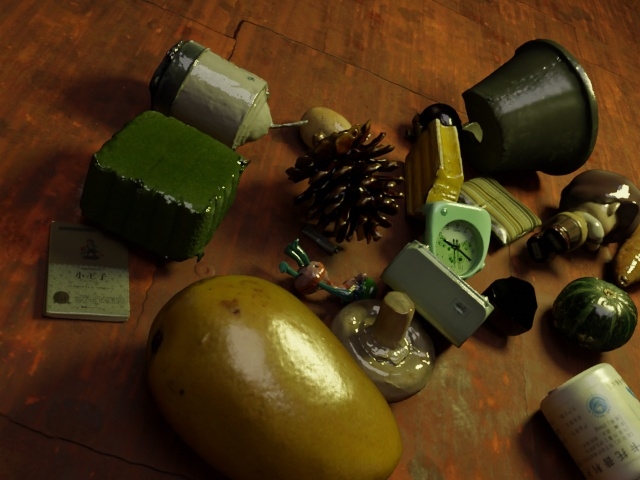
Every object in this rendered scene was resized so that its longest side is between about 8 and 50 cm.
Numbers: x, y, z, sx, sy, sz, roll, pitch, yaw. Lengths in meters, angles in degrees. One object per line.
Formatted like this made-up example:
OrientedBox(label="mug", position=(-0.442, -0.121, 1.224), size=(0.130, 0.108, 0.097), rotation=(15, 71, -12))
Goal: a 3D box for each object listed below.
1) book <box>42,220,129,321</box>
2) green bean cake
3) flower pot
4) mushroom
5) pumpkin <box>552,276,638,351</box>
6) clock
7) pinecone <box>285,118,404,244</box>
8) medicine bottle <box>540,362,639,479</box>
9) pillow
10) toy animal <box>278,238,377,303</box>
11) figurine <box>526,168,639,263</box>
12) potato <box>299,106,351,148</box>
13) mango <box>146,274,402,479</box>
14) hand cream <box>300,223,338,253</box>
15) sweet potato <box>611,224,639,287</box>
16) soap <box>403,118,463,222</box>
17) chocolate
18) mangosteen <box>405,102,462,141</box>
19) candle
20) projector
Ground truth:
OrientedBox(label="book", position=(-0.406, 0.052, 1.202), size=(0.138, 0.016, 0.199), rotation=(7, 49, -24))
OrientedBox(label="green bean cake", position=(-0.292, -0.105, 1.297), size=(0.246, 0.156, 0.250), rotation=(25, 36, -2))
OrientedBox(label="flower pot", position=(0.524, -0.317, 1.835), size=(0.251, 0.379, 0.379), rotation=(-19, 61, -19))
OrientedBox(label="mushroom", position=(0.118, 0.176, 1.236), size=(0.207, 0.215, 0.207), rotation=(10, 43, -9))
OrientedBox(label="pumpkin", position=(0.623, 0.169, 1.562), size=(0.190, 0.146, 0.190), rotation=(19, 21, -8))
OrientedBox(label="clock", position=(0.292, 0.020, 1.530), size=(0.159, 0.066, 0.211), rotation=(10, 87, -21))
OrientedBox(label="pinecone", position=(0.057, -0.110, 1.448), size=(0.264, 0.264, 0.264), rotation=(15, 46, -16))
OrientedBox(label="medicine bottle", position=(0.570, 0.398, 1.316), size=(0.170, 0.170, 0.293), rotation=(-11, 59, -35))
OrientedBox(label="pillow", position=(0.446, -0.086, 1.759), size=(0.212, 0.052, 0.208), rotation=(-23, 64, -44))
OrientedBox(label="toy animal", position=(0.014, 0.078, 1.347), size=(0.208, 0.100, 0.103), rotation=(31, 4, -18))
OrientedBox(label="figurine", position=(0.683, -0.038, 1.741), size=(0.206, 0.218, 0.365), rotation=(41, 51, 7))
OrientedBox(label="potato", position=(0.018, -0.263, 1.652), size=(0.147, 0.112, 0.112), rotation=(41, 44, 19))
OrientedBox(label="mango", position=(-0.069, 0.239, 1.075), size=(0.445, 0.232, 0.300), rotation=(38, 39, -4))
OrientedBox(label="hand cream", position=(0.000, 0.000, 1.472), size=(0.093, 0.019, 0.030), rotation=(37, 46, 16))
OrientedBox(label="sweet potato", position=(0.848, 0.046, 1.811), size=(0.131, 0.131, 0.336), rotation=(39, 45, 8))
OrientedBox(label="soap", position=(0.268, -0.149, 1.643), size=(0.080, 0.160, 0.258), rotation=(18, 47, -16))
OrientedBox(label="chocolate", position=(0.413, 0.151, 1.516), size=(0.148, 0.080, 0.125), rotation=(-8, 67, -42))
OrientedBox(label="mangosteen", position=(0.301, -0.295, 1.828), size=(0.151, 0.137, 0.137), rotation=(-12, 51, 6))
OrientedBox(label="candle", position=(-0.197, -0.292, 1.499), size=(0.330, 0.187, 0.187), rotation=(28, 44, -5))
OrientedBox(label="projector", position=(0.232, 0.100, 1.354), size=(0.198, 0.108, 0.250), rotation=(42, 5, 12))
